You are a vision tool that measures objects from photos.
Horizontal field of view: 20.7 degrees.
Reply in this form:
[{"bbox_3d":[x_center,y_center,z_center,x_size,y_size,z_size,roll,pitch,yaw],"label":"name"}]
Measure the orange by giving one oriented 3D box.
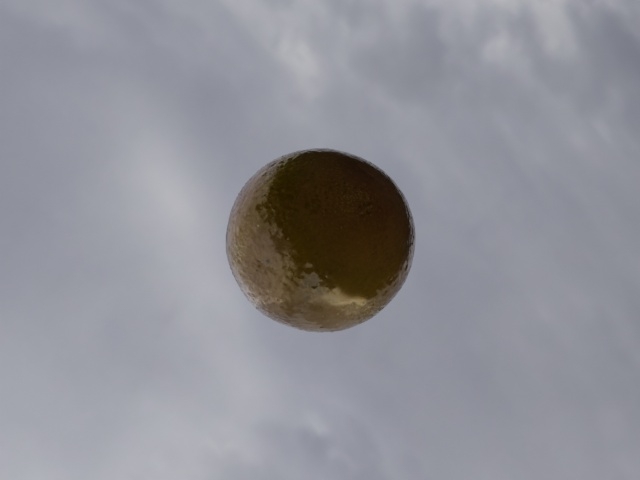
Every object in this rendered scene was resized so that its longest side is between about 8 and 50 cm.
[{"bbox_3d":[0.000,0.000,2.054,0.236,0.236,0.236,35,-149,-25],"label":"orange"}]
